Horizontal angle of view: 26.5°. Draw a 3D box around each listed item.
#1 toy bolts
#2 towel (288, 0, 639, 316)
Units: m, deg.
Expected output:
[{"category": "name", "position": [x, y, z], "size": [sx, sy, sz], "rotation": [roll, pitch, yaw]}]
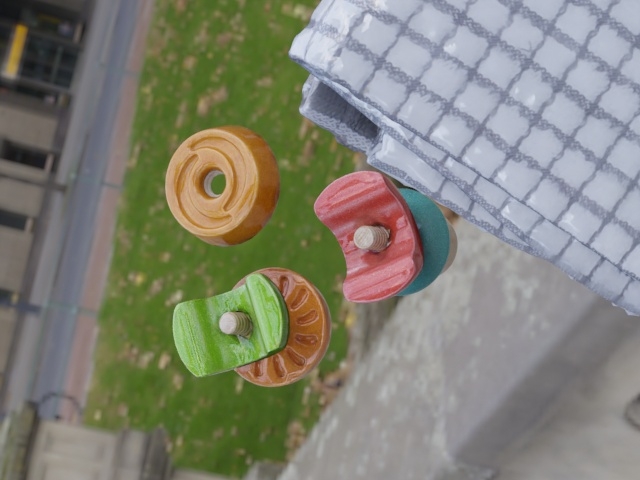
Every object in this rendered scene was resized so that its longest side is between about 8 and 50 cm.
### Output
[{"category": "toy bolts", "position": [0.000, 0.000, 1.145], "size": [0.158, 0.228, 0.218], "rotation": [8, -114, -64]}, {"category": "towel", "position": [0.152, -0.094, 0.621], "size": [0.235, 0.283, 0.121], "rotation": [-59, 9, 3]}]
